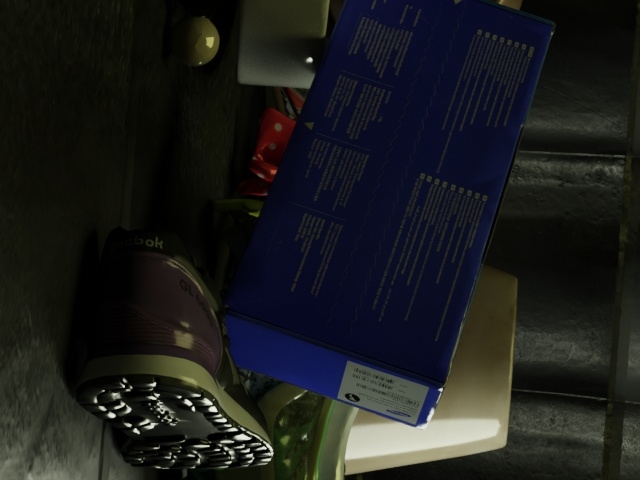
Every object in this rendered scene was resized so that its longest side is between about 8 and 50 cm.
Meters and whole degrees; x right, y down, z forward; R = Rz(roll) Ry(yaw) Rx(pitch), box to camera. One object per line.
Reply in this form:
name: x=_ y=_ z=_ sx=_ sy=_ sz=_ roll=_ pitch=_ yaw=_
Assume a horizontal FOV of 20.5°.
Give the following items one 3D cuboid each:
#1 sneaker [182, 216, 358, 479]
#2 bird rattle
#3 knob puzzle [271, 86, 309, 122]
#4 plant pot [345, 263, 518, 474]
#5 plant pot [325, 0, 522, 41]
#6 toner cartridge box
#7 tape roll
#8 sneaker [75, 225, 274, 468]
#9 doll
sneaker: x=-0.072 y=0.148 z=1.411 sx=0.158 sy=0.182 sz=0.410 roll=26 pitch=-79 yaw=49
bird rattle: x=0.000 y=0.000 z=1.606 sx=0.253 sy=0.207 sz=0.143 roll=-55 pitch=168 yaw=-61
knob puzzle: x=-0.001 y=-0.071 z=1.787 sx=0.213 sy=0.030 sz=0.213 roll=55 pitch=-18 yaw=29
plant pot: x=0.071 y=0.121 z=1.939 sx=0.323 sy=0.280 sz=0.323 roll=4 pitch=90 yaw=-84
plant pot: x=0.091 y=-0.356 z=2.138 sx=0.229 sy=0.263 sz=0.263 roll=53 pitch=38 yaw=-52
toner cartridge box: x=0.053 y=-0.043 z=1.321 sx=0.075 sy=0.165 sz=0.348 roll=107 pitch=3 yaw=-57
tape roll: x=-0.023 y=-0.317 z=1.442 sx=0.392 sy=0.072 sz=0.392 roll=-176 pitch=-90 yaw=-88
sneaker: x=-0.089 y=0.075 z=1.188 sx=0.283 sy=0.107 sz=0.124 roll=79 pitch=10 yaw=-69
doll: x=-0.081 y=-0.220 z=1.299 sx=0.129 sy=0.046 sz=0.189 roll=59 pitch=36 yaw=-79
